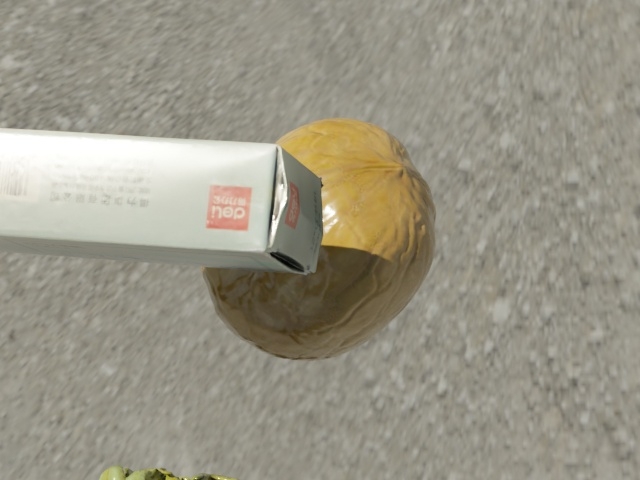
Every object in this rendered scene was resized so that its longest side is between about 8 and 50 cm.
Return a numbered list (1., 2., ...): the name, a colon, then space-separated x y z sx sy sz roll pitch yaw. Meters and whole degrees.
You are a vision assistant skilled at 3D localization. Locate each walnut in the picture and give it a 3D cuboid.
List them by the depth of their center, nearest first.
1. walnut: 0.000 0.000 1.392 0.193 0.193 0.225 43 119 -4

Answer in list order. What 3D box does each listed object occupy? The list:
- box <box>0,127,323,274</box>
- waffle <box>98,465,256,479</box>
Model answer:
1. box: -0.138 -0.027 1.150 0.269 0.135 0.079 4 83 14
2. waffle: -0.141 0.304 1.764 0.297 0.317 0.073 14 67 -28
